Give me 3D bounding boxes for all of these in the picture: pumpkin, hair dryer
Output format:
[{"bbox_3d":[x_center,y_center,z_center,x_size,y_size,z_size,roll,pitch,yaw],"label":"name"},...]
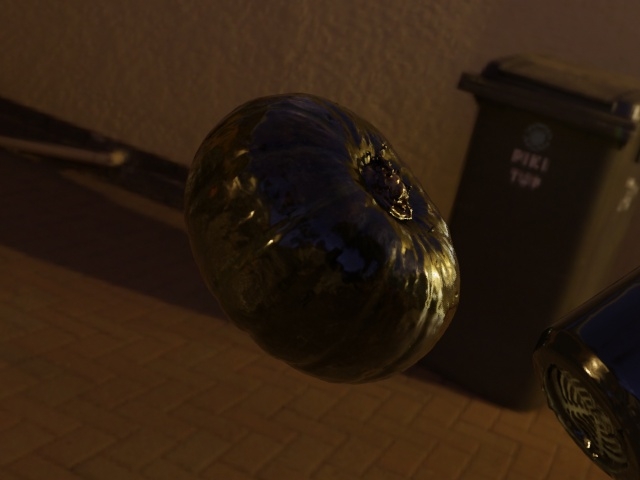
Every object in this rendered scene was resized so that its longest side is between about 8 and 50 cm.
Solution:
[{"bbox_3d":[0.000,0.000,0.708,0.223,0.157,0.224,36,28,-23],"label":"pumpkin"},{"bbox_3d":[0.188,0.097,0.369,0.219,0.124,0.071,56,-11,5],"label":"hair dryer"}]
